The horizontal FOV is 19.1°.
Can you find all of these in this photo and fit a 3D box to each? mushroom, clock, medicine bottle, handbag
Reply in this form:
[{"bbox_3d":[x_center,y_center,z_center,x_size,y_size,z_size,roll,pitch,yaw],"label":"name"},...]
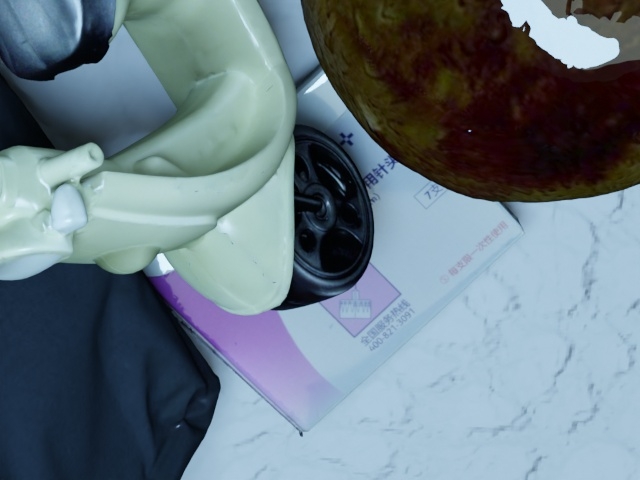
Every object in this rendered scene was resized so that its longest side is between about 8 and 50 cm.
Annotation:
[{"bbox_3d":[0.150,-0.191,1.056,0.345,0.239,0.345,2,83,-13],"label":"mushroom"},{"bbox_3d":[-0.121,-0.114,1.027,0.120,0.276,0.379,-22,93,40],"label":"clock"},{"bbox_3d":[0.000,0.000,1.200,0.201,0.052,0.171,-42,105,10],"label":"medicine bottle"},{"bbox_3d":[-0.222,0.082,1.090,0.178,0.275,0.302,-9,125,37],"label":"handbag"}]
